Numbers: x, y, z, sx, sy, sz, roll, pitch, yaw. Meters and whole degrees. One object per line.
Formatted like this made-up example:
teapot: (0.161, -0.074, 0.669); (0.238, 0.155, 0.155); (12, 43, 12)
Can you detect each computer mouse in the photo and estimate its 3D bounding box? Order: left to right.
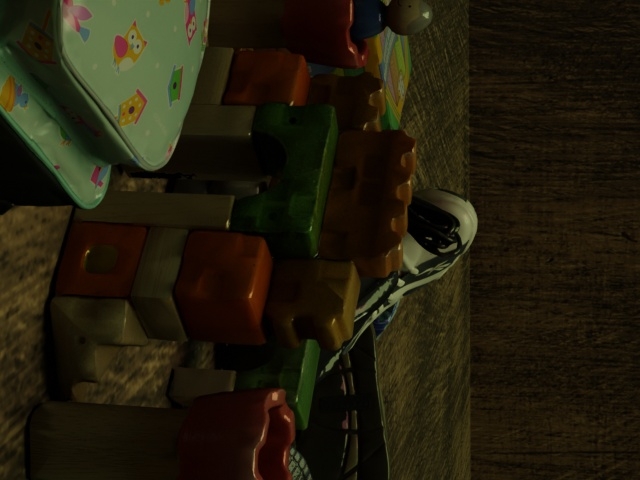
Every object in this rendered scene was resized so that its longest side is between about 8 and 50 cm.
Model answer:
computer mouse: (-0.015, 0.016, 1.185); (0.262, 0.184, 0.060); (-42, 151, -17)

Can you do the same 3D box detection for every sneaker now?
sneaker: (-0.035, 0.251, 1.312); (0.053, 0.059, 0.144); (-51, 130, -25)
sneaker: (0.042, 0.045, 1.249); (0.094, 0.235, 0.153); (59, 25, -18)

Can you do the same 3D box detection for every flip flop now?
flip flop: (0.017, 0.201, 1.442); (0.080, 0.112, 0.277); (101, -13, -81)

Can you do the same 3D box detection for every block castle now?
block castle: (-0.025, 0.033, 0.959); (0.303, 0.213, 0.453); (73, 23, -54)

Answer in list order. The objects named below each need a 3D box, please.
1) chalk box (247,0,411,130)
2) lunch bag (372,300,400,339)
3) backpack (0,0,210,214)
chalk box: (0.002, -0.208, 1.218); (0.132, 0.132, 0.213); (-75, 158, -44)
lunch bag: (0.058, 0.043, 1.527); (0.129, 0.096, 0.151); (107, -19, -71)
backpack: (-0.135, -0.126, 0.629); (0.166, 0.144, 0.188); (56, 34, -59)
